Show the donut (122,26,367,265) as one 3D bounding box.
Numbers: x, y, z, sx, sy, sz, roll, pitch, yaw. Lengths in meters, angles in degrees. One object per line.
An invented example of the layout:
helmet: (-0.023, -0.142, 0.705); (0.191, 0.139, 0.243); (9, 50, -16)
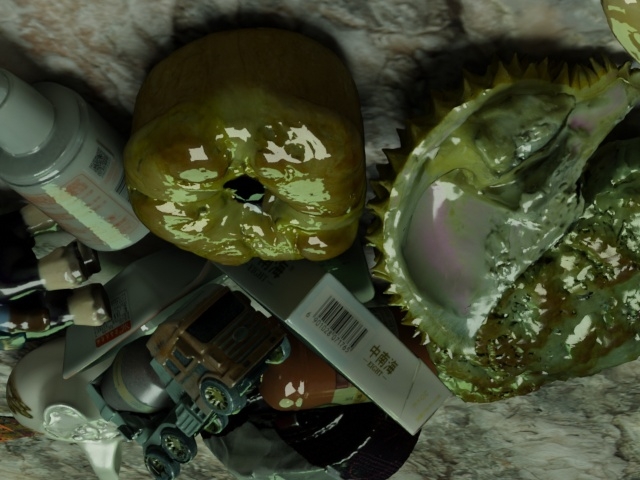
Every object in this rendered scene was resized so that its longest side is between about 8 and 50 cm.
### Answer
donut: (-0.062, -0.075, 1.167); (0.209, 0.128, 0.261); (0, 155, -2)

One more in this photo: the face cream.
face cream: (-0.232, -0.081, 1.169); (0.101, 0.101, 0.251); (-11, 153, 18)

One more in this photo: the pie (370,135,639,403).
pie: (0.300, 0.036, 1.389); (0.418, 0.180, 0.395); (-16, 153, 16)

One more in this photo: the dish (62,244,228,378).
dish: (-0.178, 0.054, 1.453); (0.234, 0.064, 0.154); (-34, 176, 33)

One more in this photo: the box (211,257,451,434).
box: (0.013, 0.087, 1.381); (0.067, 0.155, 0.243); (-48, 132, -3)

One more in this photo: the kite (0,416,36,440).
kite: (-0.469, 0.278, 2.025); (0.222, 0.008, 0.125); (-12, 153, 20)

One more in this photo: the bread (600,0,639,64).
bread: (0.376, -0.216, 0.886); (0.389, 0.183, 0.236); (-5, 140, 19)

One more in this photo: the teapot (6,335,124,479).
teapot: (-0.295, 0.209, 1.744); (0.204, 0.139, 0.298); (-9, 154, 7)

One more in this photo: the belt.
belt: (-0.008, 0.237, 1.785); (0.289, 0.184, 0.164); (-12, 159, 31)

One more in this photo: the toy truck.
toy truck: (-0.147, 0.141, 1.401); (0.140, 0.108, 0.256); (44, 138, 4)

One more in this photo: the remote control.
remote control: (0.001, 0.000, 1.442); (0.090, 0.038, 0.309); (-5, 154, 5)

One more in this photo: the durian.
durian: (0.146, -0.055, 1.178); (0.306, 0.166, 0.172); (-51, 160, 9)

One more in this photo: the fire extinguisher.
fire extinguisher: (0.028, 0.139, 1.618); (0.376, 0.113, 0.200); (-4, 173, -18)

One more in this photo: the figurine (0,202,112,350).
figurine: (-0.412, 0.073, 1.360); (0.412, 0.241, 0.306); (-27, 165, 26)
